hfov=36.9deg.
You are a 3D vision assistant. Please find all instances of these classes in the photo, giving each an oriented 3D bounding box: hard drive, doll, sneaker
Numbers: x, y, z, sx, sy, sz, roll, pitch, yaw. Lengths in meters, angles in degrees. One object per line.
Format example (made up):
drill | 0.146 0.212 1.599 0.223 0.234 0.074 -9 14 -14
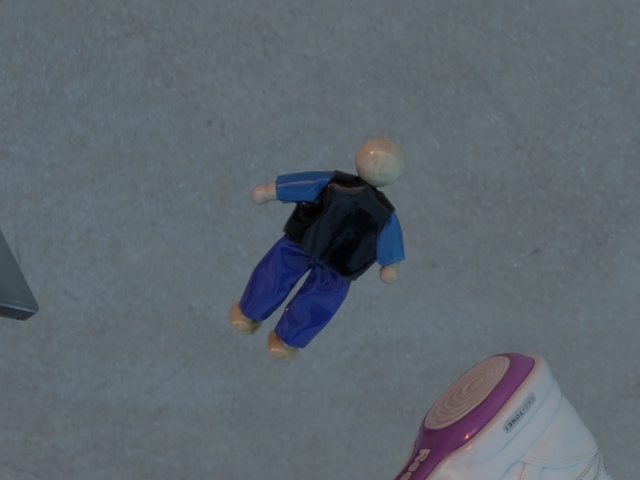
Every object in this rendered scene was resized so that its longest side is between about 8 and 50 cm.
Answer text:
hard drive | -0.282 0.014 0.756 0.022 0.094 0.135 -33 164 6
doll | 0.000 0.000 0.730 0.129 0.046 0.189 36 110 1
sneaker | 0.079 0.217 0.607 0.305 0.114 0.152 -44 102 -17
